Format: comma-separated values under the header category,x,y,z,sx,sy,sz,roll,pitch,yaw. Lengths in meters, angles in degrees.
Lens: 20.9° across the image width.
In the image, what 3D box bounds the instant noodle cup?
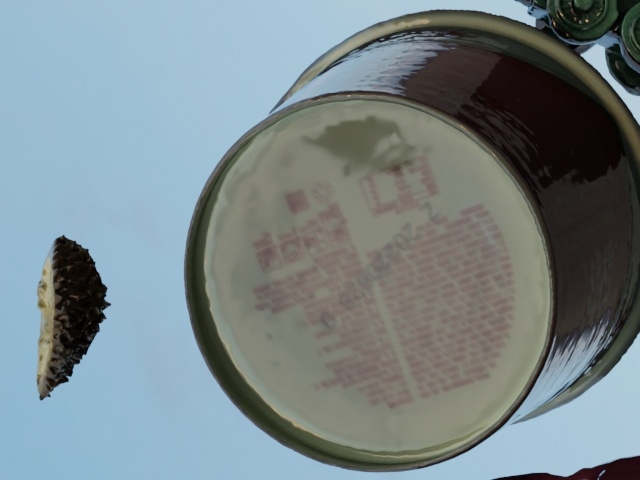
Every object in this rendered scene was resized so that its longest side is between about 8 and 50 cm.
category,x,y,z,sx,sy,sz,roll,pitch,yaw
instant noodle cup,0.046,0.007,0.871,0.235,0.234,0.178,59,-159,0

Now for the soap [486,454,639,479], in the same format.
category,x,y,z,sx,sy,sz,roll,pitch,yaw
soap,0.111,0.173,0.641,0.359,0.233,0.128,-20,-83,-68

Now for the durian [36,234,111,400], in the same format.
category,x,y,z,sx,sy,sz,roll,pitch,yaw
durian,-0.203,0.059,1.343,0.052,0.066,0.130,13,-100,-59

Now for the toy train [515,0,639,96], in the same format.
category,x,y,z,sx,sy,sz,roll,pitch,yaw
toy train,0.195,-0.137,0.977,0.170,0.111,0.071,23,176,3
